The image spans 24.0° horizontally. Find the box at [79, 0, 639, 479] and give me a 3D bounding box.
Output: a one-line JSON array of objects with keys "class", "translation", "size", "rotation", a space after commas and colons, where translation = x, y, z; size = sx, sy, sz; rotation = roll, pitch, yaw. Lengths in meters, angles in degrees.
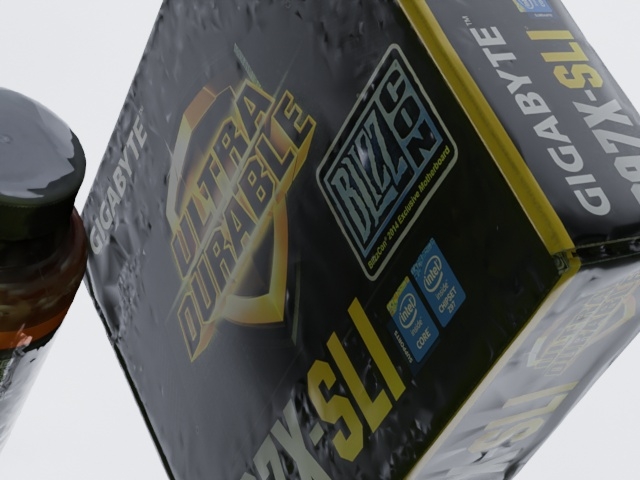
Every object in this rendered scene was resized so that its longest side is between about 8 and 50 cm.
[{"class": "box", "translation": [0.000, 0.000, 0.655], "size": [0.257, 0.079, 0.322], "rotation": [61, -37, 26]}]

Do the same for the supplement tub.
[{"class": "supplement tub", "translation": [-0.164, 0.028, 0.647], "size": [0.106, 0.106, 0.198], "rotation": [29, -54, -4]}]
